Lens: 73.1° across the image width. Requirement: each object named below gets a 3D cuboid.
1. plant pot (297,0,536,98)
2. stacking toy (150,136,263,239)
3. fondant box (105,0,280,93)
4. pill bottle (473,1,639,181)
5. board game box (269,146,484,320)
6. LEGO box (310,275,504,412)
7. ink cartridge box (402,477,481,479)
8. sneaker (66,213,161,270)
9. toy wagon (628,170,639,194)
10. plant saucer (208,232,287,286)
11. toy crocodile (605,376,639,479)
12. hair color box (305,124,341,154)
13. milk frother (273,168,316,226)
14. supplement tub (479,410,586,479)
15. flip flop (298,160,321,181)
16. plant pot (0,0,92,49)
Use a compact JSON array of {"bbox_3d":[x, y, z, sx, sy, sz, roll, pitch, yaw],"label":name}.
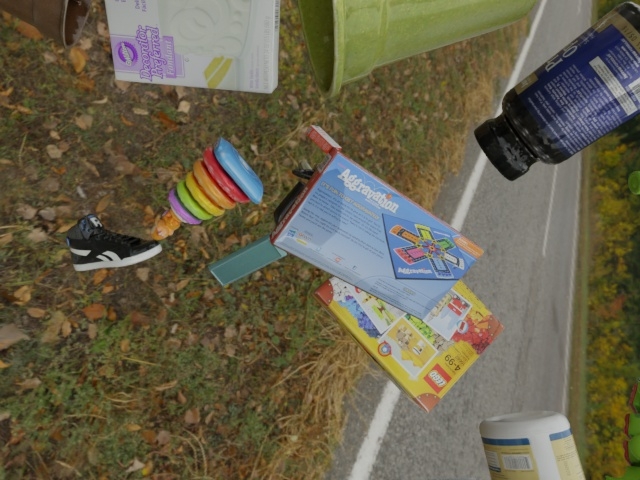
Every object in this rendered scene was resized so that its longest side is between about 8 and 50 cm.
[{"bbox_3d":[0.107,-0.329,0.500,0.276,0.253,0.276,168,-90,-86],"label":"plant pot"},{"bbox_3d":[-0.306,-0.101,1.070,0.166,0.301,0.175,51,8,-28],"label":"stacking toy"},{"bbox_3d":[-0.250,-0.439,0.874,0.096,0.329,0.239,-83,178,-62],"label":"fondant box"},{"bbox_3d":[0.321,-0.178,0.561,0.122,0.219,0.123,31,38,-29],"label":"pill bottle"},{"bbox_3d":[0.086,0.005,0.596,0.281,0.145,0.027,29,19,-27],"label":"board game box"},{"bbox_3d":[0.273,0.228,1.424,0.372,0.193,0.500,-44,88,-10],"label":"LEGO box"},{"bbox_3d":[0.093,0.237,0.302,0.212,0.154,0.093,11,74,-27],"label":"ink cartridge box"},{"bbox_3d":[-0.469,-0.005,0.956,0.079,0.216,0.121,-67,146,-71],"label":"sneaker"},{"bbox_3d":[0.873,-0.204,0.945,0.344,0.267,0.068,71,14,-61],"label":"toy wagon"},{"bbox_3d":[-0.174,0.050,1.006,0.067,0.192,0.018,56,23,-20],"label":"plant saucer"},{"bbox_3d":[0.701,0.399,0.919,0.115,0.105,0.341,49,57,-19],"label":"toy crocodile"},{"bbox_3d":[0.012,-0.402,1.733,0.141,0.043,0.072,48,28,19],"label":"hair color box"},{"bbox_3d":[-0.024,-0.061,0.840,0.129,0.135,0.143,34,12,-17],"label":"milk frother"},{"bbox_3d":[0.353,0.393,0.705,0.144,0.144,0.200,16,60,-51],"label":"supplement tub"},{"bbox_3d":[0.004,-0.210,1.434,0.080,0.277,0.112,-41,117,-1],"label":"flip flop"},{"bbox_3d":[-0.426,-0.390,0.614,0.165,0.167,0.167,18,68,-25],"label":"plant pot"}]
